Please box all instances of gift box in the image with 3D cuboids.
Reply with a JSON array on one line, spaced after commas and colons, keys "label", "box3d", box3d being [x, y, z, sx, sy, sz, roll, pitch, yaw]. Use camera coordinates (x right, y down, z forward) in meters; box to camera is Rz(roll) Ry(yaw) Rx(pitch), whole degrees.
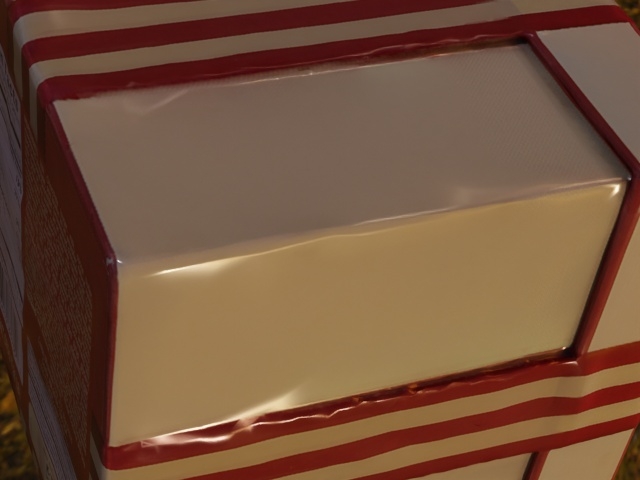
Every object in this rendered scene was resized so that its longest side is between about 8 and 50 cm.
[{"label": "gift box", "box3d": [0.000, 0.000, 0.615, 0.258, 0.255, 0.276, -11, 141, -19]}]
